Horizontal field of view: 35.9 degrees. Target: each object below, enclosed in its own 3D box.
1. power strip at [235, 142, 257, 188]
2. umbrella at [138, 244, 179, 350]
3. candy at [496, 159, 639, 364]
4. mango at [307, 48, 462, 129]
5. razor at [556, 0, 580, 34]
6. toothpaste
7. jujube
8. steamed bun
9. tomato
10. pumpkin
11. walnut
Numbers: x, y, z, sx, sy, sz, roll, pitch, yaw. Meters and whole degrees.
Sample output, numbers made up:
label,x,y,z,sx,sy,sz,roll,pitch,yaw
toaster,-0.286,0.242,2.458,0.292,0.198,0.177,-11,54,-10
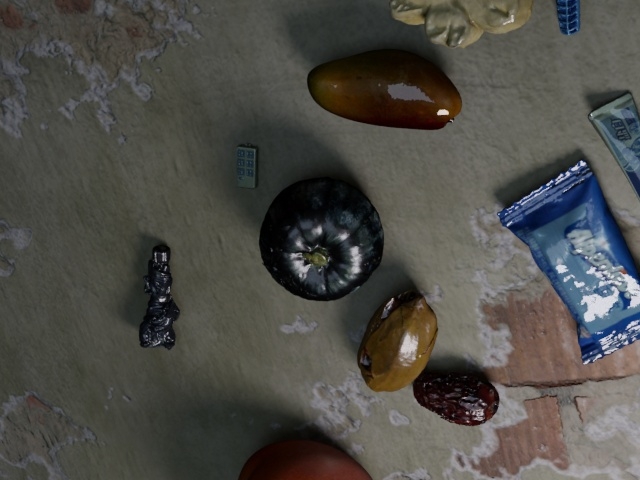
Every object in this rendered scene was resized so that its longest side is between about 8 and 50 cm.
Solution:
label,x,y,z,sx,sy,sz,roll,pitch,yaw
power strip,-0.139,-0.139,1.863,0.040,0.016,0.090,9,114,15
umbrella,-0.325,0.119,2.009,0.080,0.071,0.224,2,110,-12
candy,0.457,0.043,1.706,0.187,0.077,0.331,-31,100,20
mango,0.110,-0.259,1.673,0.267,0.111,0.133,10,130,14
razor,0.383,-0.448,1.540,0.082,0.042,0.253,2,115,28
toothpaste,0.534,-0.111,1.631,0.069,0.047,0.268,-23,100,39
jujube,0.255,0.302,1.874,0.166,0.104,0.104,6,114,30
steamed bun,0.247,-0.446,1.531,0.292,0.137,0.295,-2,93,33
tomato,-0.026,0.556,1.971,0.321,0.321,0.321,7,114,16
pumpkin,0.000,0.000,1.790,0.233,0.163,0.233,3,118,7
walnut,0.146,0.191,1.846,0.137,0.137,0.245,31,121,5
